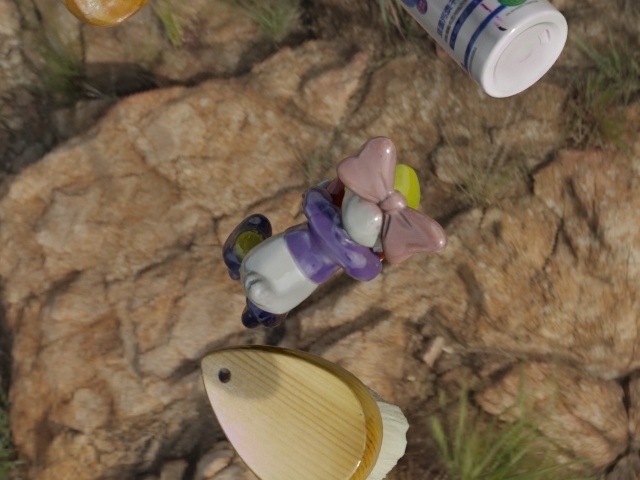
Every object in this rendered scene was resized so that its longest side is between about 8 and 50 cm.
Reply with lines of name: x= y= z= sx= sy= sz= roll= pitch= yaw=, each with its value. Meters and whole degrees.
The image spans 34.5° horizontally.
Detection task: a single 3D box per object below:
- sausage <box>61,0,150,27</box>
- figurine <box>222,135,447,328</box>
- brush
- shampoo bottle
sausage: x=-0.136 y=-0.298 z=0.929 sx=0.109 sy=0.109 sz=0.270 roll=35 pitch=67 yaw=20
figurine: x=0.000 y=0.000 z=1.274 sx=0.421 sy=0.193 sz=0.154 roll=-31 pitch=93 yaw=44
brush: x=-0.028 y=0.222 z=1.335 sx=0.266 sy=0.166 sz=0.174 roll=34 pitch=93 yaw=19
shampoo bottle: x=0.095 y=-0.258 z=0.937 sx=0.092 sy=0.092 sz=0.303 roll=-40 pitch=60 yaw=6
